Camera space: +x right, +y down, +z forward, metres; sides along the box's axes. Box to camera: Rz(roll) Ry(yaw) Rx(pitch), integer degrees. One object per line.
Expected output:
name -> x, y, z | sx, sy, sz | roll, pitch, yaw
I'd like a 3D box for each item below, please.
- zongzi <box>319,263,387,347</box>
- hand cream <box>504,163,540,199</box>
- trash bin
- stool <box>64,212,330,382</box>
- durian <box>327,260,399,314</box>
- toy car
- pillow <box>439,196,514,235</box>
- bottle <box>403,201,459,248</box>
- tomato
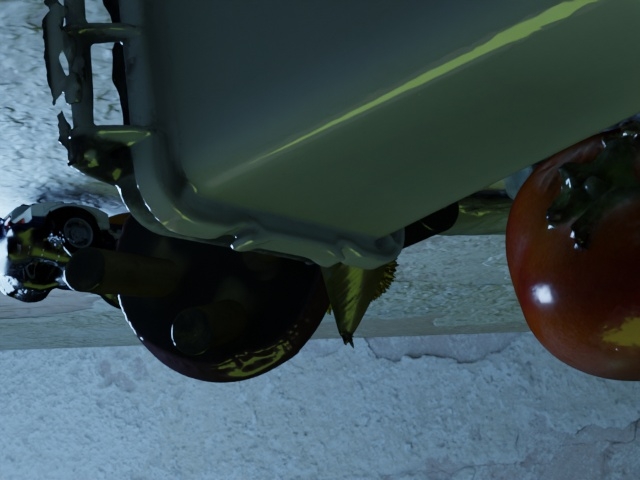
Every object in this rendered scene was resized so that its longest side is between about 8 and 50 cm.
zongzi -> 0.026, -0.031, 1.186 | 0.114, 0.256, 0.228 | 7, 168, 8
hand cream -> 0.341, -0.059, 1.567 | 0.255, 0.079, 0.048 | 11, -156, -40
trash bin -> 0.044, -0.147, 0.717 | 0.367, 0.256, 0.296 | -20, 158, 37
stool -> -0.129, 0.015, 1.307 | 0.272, 0.272, 0.178 | -6, 165, 16
durian -> 0.000, 0.000, 1.527 | 0.237, 0.193, 0.138 | -12, 157, -41
toy car -> -0.311, 0.009, 1.600 | 0.301, 0.118, 0.193 | 8, 155, -37
pillow -> 0.261, -0.034, 1.685 | 0.229, 0.050, 0.148 | 2, 162, -9
bottle -> 0.100, -0.019, 1.650 | 0.082, 0.072, 0.244 | -42, -173, -26
tomato -> 0.378, 0.023, 1.359 | 0.321, 0.322, 0.321 | -3, 168, -1
